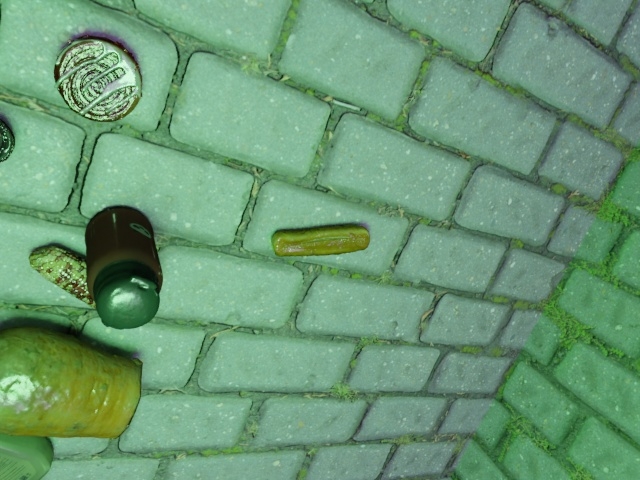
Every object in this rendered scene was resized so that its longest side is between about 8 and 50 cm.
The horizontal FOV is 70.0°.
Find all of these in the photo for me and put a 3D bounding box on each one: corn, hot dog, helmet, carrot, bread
[{"bbox_3d":[-0.516,0.093,1.018,0.086,0.086,0.253,-46,122,0],"label":"corn"},{"bbox_3d":[0.002,-0.001,1.244,0.285,0.061,0.088,0,110,-25],"label":"hot dog"},{"bbox_3d":[-0.623,-0.193,0.834,0.123,0.070,0.098,30,92,-27],"label":"helmet"},{"bbox_3d":[-0.581,0.322,1.012,0.340,0.224,0.224,30,98,-35],"label":"carrot"},{"bbox_3d":[-0.423,-0.310,0.876,0.160,0.073,0.161,-11,117,-21],"label":"bread"}]

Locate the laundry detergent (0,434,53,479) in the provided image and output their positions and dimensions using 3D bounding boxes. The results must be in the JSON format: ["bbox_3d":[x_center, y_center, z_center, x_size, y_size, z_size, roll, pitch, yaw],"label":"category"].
[{"bbox_3d":[-0.783,0.504,1.078,0.181,0.091,0.253,-37,125,0],"label":"laundry detergent"}]

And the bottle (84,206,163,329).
[{"bbox_3d":[-0.390,0.049,0.905,0.143,0.336,0.144,-10,116,-22],"label":"bottle"}]
